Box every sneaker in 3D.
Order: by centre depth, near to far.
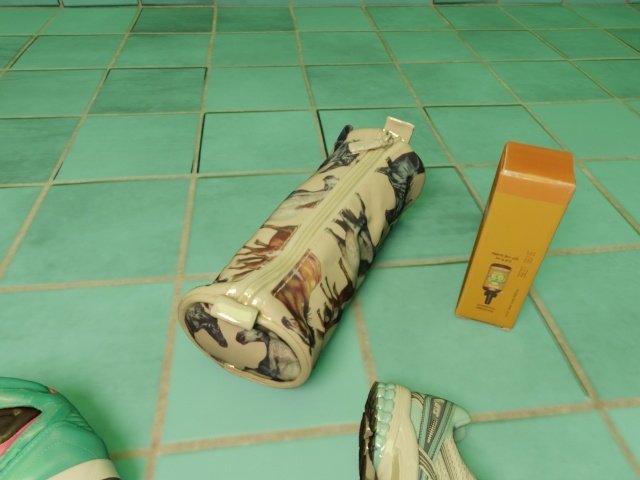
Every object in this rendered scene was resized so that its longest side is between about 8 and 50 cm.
[{"bbox_3d":[0.098,0.250,0.396,0.122,0.110,0.283,7,43,0],"label":"sneaker"},{"bbox_3d":[-0.347,0.213,0.399,0.295,0.124,0.178,-19,51,-32],"label":"sneaker"}]

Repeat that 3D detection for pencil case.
[{"bbox_3d":[0.000,0.000,0.609,0.159,0.184,0.410,21,46,19],"label":"pencil case"}]

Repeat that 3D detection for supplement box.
[{"bbox_3d":[0.230,0.003,0.576,0.077,0.234,0.080,14,40,13],"label":"supplement box"}]
